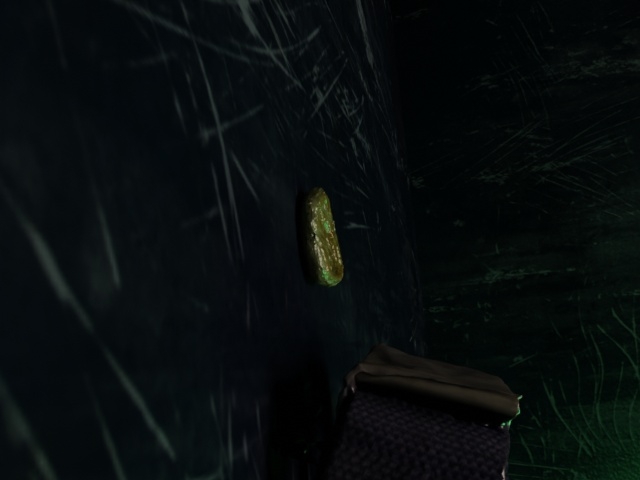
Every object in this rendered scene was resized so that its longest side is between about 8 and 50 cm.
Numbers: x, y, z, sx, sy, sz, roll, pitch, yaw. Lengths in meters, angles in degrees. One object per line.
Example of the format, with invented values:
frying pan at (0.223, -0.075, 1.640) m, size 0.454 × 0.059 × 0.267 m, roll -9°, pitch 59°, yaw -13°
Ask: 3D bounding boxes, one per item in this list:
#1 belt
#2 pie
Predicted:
belt at (0.050, 0.139, 0.495) m, size 0.230 × 0.126 × 0.139 m, roll 12°, pitch 95°, yaw -80°
pie at (0.000, -0.001, 0.587) m, size 0.084 × 0.021 × 0.084 m, roll -9°, pitch 90°, yaw -76°
